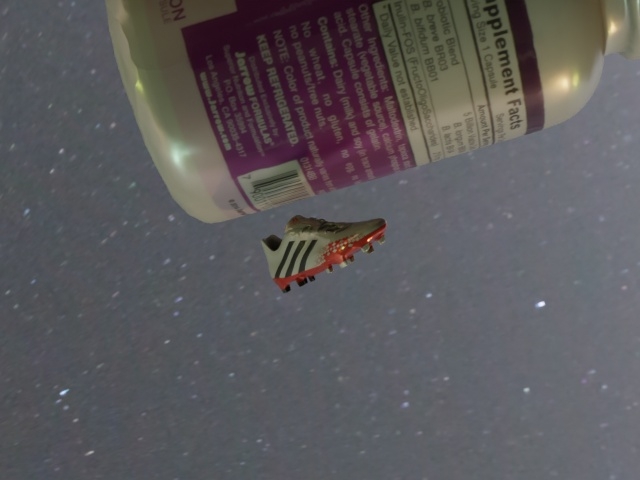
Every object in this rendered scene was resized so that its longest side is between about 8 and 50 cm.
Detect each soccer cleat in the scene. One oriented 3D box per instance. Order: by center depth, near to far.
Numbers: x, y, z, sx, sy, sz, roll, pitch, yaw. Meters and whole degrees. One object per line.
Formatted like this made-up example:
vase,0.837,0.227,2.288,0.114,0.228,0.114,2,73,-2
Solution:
soccer cleat,0.000,0.000,0.588,0.029,0.083,0.035,-25,-91,-46

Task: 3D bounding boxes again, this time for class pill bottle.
pill bottle,0.050,-0.127,0.620,0.302,0.169,0.169,-16,-98,6
